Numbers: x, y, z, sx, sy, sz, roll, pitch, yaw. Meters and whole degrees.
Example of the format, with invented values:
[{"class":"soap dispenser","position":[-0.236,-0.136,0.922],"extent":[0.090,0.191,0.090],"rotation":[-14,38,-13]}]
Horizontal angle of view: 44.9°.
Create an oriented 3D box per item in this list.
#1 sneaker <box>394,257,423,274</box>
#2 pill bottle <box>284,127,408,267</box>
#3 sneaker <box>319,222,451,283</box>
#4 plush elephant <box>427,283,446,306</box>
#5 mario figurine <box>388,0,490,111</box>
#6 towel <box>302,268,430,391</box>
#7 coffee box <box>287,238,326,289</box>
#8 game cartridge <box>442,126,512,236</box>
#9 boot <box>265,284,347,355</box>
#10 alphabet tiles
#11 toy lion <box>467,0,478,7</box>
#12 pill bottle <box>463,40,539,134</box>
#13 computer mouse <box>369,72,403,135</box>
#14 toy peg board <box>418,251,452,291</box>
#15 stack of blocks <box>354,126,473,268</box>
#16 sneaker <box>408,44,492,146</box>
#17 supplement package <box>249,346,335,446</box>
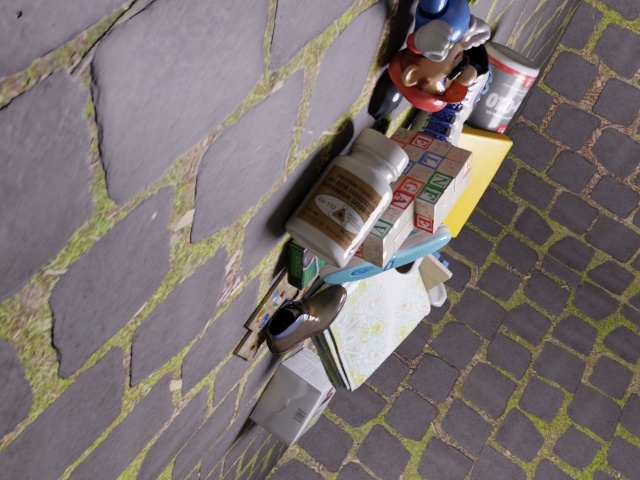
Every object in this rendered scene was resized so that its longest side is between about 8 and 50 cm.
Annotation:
[{"class":"sneaker","position":[0.257,-0.055,1.894],"extent":[0.123,0.105,0.290],"rotation":[8,96,-43]},{"class":"pill bottle","position":[0.052,-0.078,1.368],"extent":[0.229,0.131,0.131],"rotation":[-54,168,-9]},{"class":"sneaker","position":[0.117,-0.035,1.766],"extent":[0.318,0.208,0.127],"rotation":[-18,164,-16]},{"class":"plush elephant","position":[0.209,0.172,2.262],"extent":[0.255,0.271,0.330],"rotation":[-123,-138,-59]},{"class":"mario figurine","position":[0.220,-0.334,1.248],"extent":[0.198,0.170,0.321],"rotation":[-16,145,-14]},{"class":"towel","position":[0.120,0.163,1.972],"extent":[0.374,0.090,0.321],"rotation":[-42,130,-27]},{"class":"coffee box","position":[0.000,0.000,1.538],"extent":[0.184,0.040,0.113],"rotation":[-46,152,-40]},{"class":"game cartridge","position":[0.311,-0.152,2.012],"extent":[0.285,0.053,0.324],"rotation":[5,126,-32]},{"class":"boot","position":[-0.030,0.163,1.692],"extent":[0.219,0.082,0.106],"rotation":[-40,159,-11]},{"class":"alphabet tiles","position":[-0.068,0.112,1.679],"extent":[0.343,0.011,0.285],"rotation":[-55,168,-8]},{"class":"toy lion","position":[0.263,-0.434,1.517],"extent":[0.100,0.034,0.096],"rotation":[-48,172,-34]},{"class":"pill bottle","position":[0.431,-0.360,2.029],"extent":[0.161,0.161,0.283],"rotation":[-35,155,-59]},{"class":"computer mouse","position":[0.123,-0.231,1.463],"extent":[0.071,0.041,0.242],"rotation":[-53,168,-19]},{"class":"toy peg board","position":[0.266,0.050,2.104],"extent":[0.079,0.161,0.160],"rotation":[-51,-174,-36]},{"class":"stack of blocks","position":[0.159,-0.085,1.530],"extent":[0.297,0.171,0.087],"rotation":[-50,152,-33]},{"class":"sneaker","position":[0.282,-0.316,1.708],"extent":[0.316,0.127,0.182],"rotation":[-61,165,-10]},{"class":"supplement package","position":[-0.064,0.443,2.213],"extent":[0.194,0.149,0.203],"rotation":[-60,166,14]}]
